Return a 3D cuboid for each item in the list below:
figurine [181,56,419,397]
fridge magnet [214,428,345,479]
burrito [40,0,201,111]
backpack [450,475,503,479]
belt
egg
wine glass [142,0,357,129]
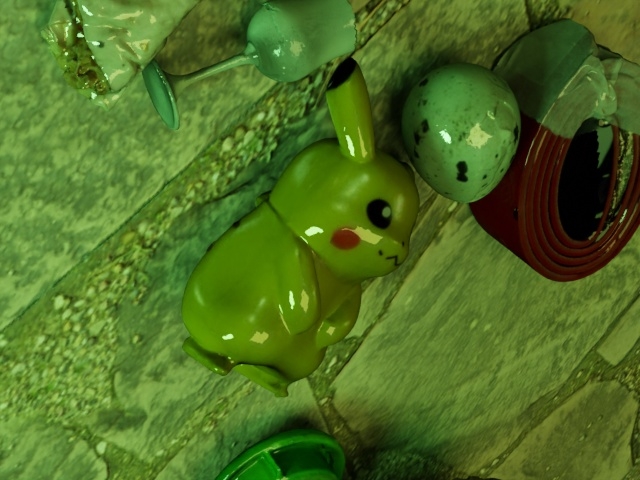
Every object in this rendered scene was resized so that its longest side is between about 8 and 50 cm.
[{"bbox_3d":[-0.005,0.006,1.098,0.327,0.169,0.218,-47,151,5],"label":"figurine"},{"bbox_3d":[-0.056,0.322,1.333,0.208,0.088,0.208,-21,136,-21],"label":"fridge magnet"},{"bbox_3d":[-0.105,-0.290,0.879,0.117,0.076,0.392,31,98,-37],"label":"burrito"},{"bbox_3d":[0.111,0.459,1.432,0.378,0.201,0.353,-25,161,-3],"label":"backpack"},{"bbox_3d":[0.288,-0.101,1.261,0.227,0.115,0.324,-29,132,-17],"label":"belt"},{"bbox_3d":[0.155,-0.112,1.145,0.131,0.131,0.164,-32,129,-13],"label":"egg"},{"bbox_3d":[-0.063,-0.174,0.985,0.195,0.079,0.079,-25,132,-18],"label":"wine glass"}]
